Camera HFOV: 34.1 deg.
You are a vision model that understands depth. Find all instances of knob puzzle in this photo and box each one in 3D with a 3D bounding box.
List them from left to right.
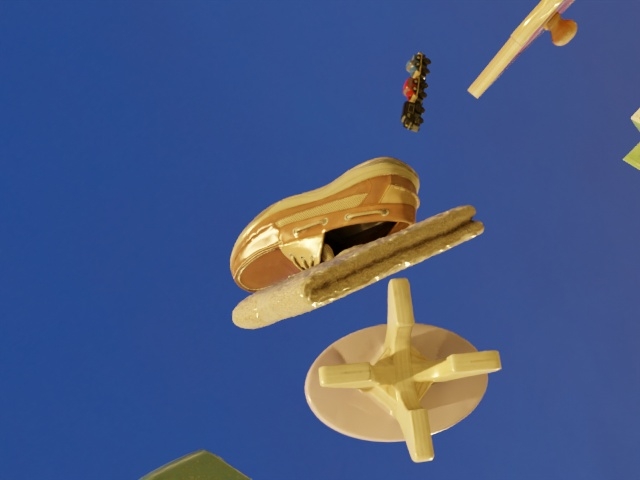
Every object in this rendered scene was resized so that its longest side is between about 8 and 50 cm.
[{"bbox_3d":[0.192,-0.181,0.683,0.030,0.213,0.213,45,-137,3],"label":"knob puzzle"}]

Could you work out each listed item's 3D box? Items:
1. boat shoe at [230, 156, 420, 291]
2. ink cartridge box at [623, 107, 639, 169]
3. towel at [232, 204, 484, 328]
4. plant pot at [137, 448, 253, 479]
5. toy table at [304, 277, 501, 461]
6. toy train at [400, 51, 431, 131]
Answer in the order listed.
[{"bbox_3d":[0.000,0.000,1.487,0.123,0.324,0.116,33,-143,-40],"label":"boat shoe"},{"bbox_3d":[0.623,-0.214,1.827,0.062,0.209,0.109,41,-176,-37],"label":"ink cartridge box"},{"bbox_3d":[0.046,0.030,1.254,0.282,0.187,0.049,-23,-91,-32],"label":"towel"},{"bbox_3d":[-0.134,0.364,1.057,0.247,0.247,0.252,31,-118,9],"label":"plant pot"},{"bbox_3d":[0.121,0.192,1.501,0.274,0.161,0.252,-16,-103,-11],"label":"toy table"},{"bbox_3d":[0.140,-0.224,1.558,0.036,0.027,0.158,16,-128,-7],"label":"toy train"}]
